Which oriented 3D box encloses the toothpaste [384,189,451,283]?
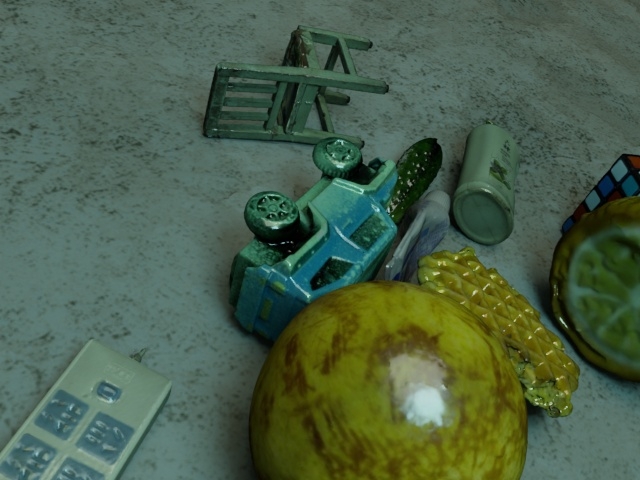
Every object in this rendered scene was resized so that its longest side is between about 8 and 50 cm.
[{"bbox_3d":[0.130,0.009,0.929,0.282,0.068,0.099,-50,123,-50],"label":"toothpaste"}]

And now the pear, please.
[{"bbox_3d":[0.059,0.168,0.646,0.280,0.281,0.281,12,48,-13],"label":"pear"}]

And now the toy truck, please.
[{"bbox_3d":[0.000,0.000,0.839,0.156,0.155,0.279,34,48,13],"label":"toy truck"}]

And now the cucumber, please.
[{"bbox_3d":[0.136,-0.091,1.042,0.069,0.069,0.227,32,52,7],"label":"cucumber"}]

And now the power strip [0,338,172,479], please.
[{"bbox_3d":[-0.258,0.238,0.607,0.106,0.043,0.367,27,46,1],"label":"power strip"}]

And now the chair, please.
[{"bbox_3d":[-0.048,-0.247,1.050,0.270,0.136,0.147,2,49,-19],"label":"chair"}]

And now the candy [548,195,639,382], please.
[{"bbox_3d":[0.437,0.068,0.899,0.118,0.260,0.260,-19,60,-37],"label":"candy"}]

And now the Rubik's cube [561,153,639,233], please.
[{"bbox_3d":[0.530,-0.005,1.047,0.182,0.187,0.184,2,48,-20],"label":"Rubik's cube"}]

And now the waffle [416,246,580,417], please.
[{"bbox_3d":[0.228,0.113,0.849,0.291,0.051,0.291,34,25,-18],"label":"waffle"}]

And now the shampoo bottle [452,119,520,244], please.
[{"bbox_3d":[0.278,-0.112,1.089,0.118,0.087,0.234,54,38,-28],"label":"shampoo bottle"}]
